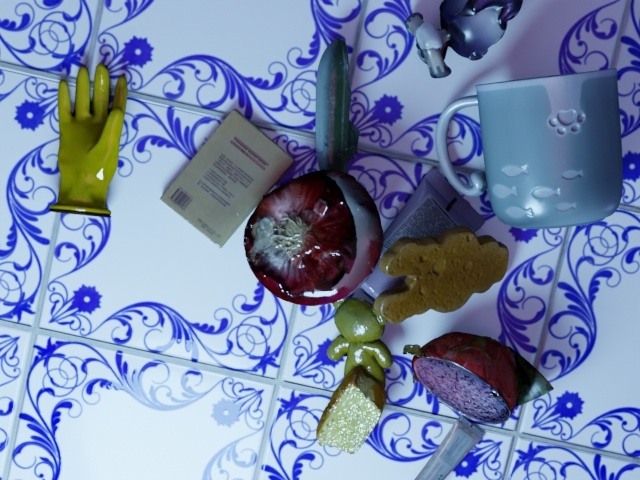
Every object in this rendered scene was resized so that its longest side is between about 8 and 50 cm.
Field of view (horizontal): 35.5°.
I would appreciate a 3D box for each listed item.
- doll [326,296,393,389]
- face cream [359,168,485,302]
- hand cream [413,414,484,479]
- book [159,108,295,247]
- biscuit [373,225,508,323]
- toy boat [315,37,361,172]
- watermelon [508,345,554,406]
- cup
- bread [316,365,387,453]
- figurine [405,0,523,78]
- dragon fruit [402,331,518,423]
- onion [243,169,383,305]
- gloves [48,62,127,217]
[{"bbox_3d":[0.085,0.206,1.990,0.137,0.097,0.209,9,116,27],"label":"doll"},{"bbox_3d":[0.183,0.003,1.964,0.154,0.096,0.274,45,81,-3],"label":"face cream"},{"bbox_3d":[0.244,0.455,2.037,0.067,0.043,0.209,40,89,-7],"label":"hand cream"},{"bbox_3d":[-0.184,-0.122,1.965,0.161,0.026,0.231,40,94,-6],"label":"book"},{"bbox_3d":[0.235,0.061,1.928,0.295,0.044,0.186,-6,119,-29],"label":"biscuit"},{"bbox_3d":[0.035,-0.259,1.931,0.085,0.078,0.260,-4,99,-25],"label":"toy boat"},{"bbox_3d":[0.418,0.283,1.998,0.094,0.135,0.125,6,94,-39],"label":"watermelon"},{"bbox_3d":[0.386,-0.166,1.882,0.357,0.259,0.274,-3,98,30],"label":"cup"},{"bbox_3d":[0.061,0.342,1.980,0.103,0.065,0.187,30,114,-4],"label":"bread"},{"bbox_3d":[0.277,-0.421,1.889,0.222,0.145,0.145,-29,96,3],"label":"figurine"},{"bbox_3d":[0.299,0.239,1.954,0.224,0.218,0.148,18,61,32],"label":"dragon fruit"},{"bbox_3d":[0.000,0.000,1.914,0.272,0.195,0.272,-5,75,17],"label":"onion"},{"bbox_3d":[-0.447,-0.195,1.920,0.133,0.116,0.294,6,90,-9],"label":"gloves"}]
